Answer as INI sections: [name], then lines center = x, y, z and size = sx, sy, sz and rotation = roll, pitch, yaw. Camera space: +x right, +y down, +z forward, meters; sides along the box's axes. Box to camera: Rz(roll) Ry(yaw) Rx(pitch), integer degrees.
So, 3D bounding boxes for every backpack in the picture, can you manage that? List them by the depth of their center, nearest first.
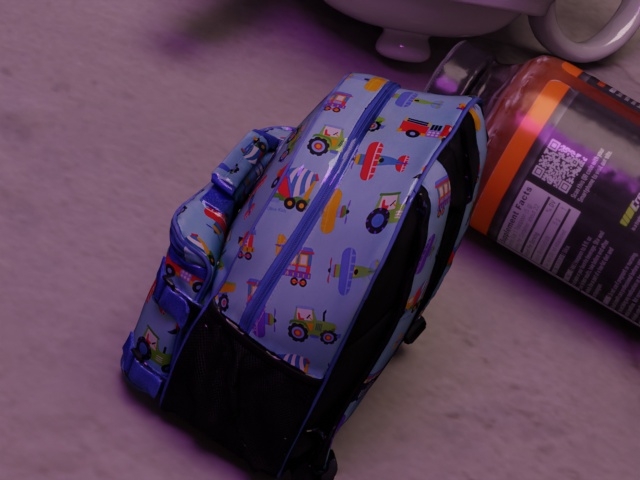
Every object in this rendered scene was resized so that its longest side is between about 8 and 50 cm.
[backpack]
center = 0.000, 0.000, 0.868
size = 0.117, 0.173, 0.158
rotation = 29, 40, 7

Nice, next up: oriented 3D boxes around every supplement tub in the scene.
[supplement tub]
center = 0.144, -0.030, 1.028
size = 0.198, 0.106, 0.106
rotation = 32, 40, 9

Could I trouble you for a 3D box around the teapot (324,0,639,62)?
[teapot]
center = 0.072, -0.197, 1.130
size = 0.256, 0.187, 0.252
rotation = 12, 10, 11
